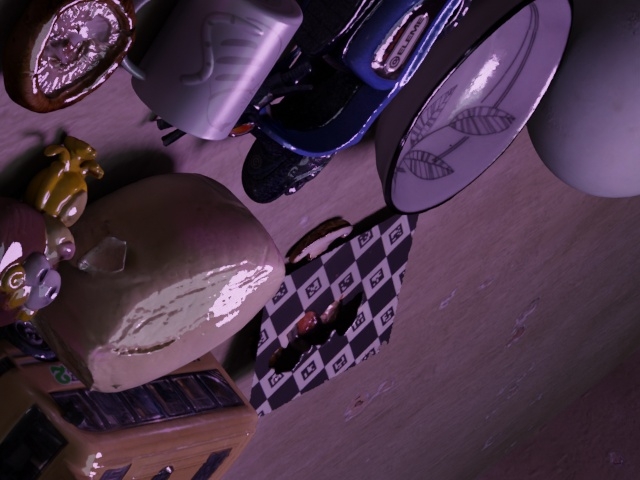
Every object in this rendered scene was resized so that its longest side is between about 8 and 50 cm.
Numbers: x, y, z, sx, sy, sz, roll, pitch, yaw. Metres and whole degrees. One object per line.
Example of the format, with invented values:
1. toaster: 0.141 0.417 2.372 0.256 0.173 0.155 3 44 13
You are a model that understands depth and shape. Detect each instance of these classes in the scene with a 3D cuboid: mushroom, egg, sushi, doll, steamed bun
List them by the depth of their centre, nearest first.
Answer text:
1. mushroom: -0.197 -0.154 1.174 0.123 0.052 0.123 -41 154 -25
2. doll: -0.254 -0.005 1.299 0.188 0.096 0.145 -58 167 4
3. steamed bun: -0.159 0.023 1.429 0.239 0.170 0.152 -32 147 -17
4. egg: 0.402 -0.219 1.912 0.276 0.276 0.389 -29 157 -40
5. mushroom: 0.000 0.000 1.916 0.101 0.019 0.049 -29 154 -33
6. sushi: 0.002 0.089 2.052 0.290 0.050 0.264 -26 140 -38

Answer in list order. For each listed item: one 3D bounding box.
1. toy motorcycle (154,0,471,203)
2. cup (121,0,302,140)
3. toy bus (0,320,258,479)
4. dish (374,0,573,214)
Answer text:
1. toy motorcycle: 0.003 -0.182 1.434 0.213 0.125 0.358 3 127 -54
2. cup: -0.098 -0.162 1.286 0.133 0.099 0.136 -54 160 23
3. toy bus: -0.231 0.192 1.563 0.177 0.202 0.365 -51 159 18
4. dish: 0.152 -0.181 1.748 0.316 0.106 0.316 -40 158 -20
